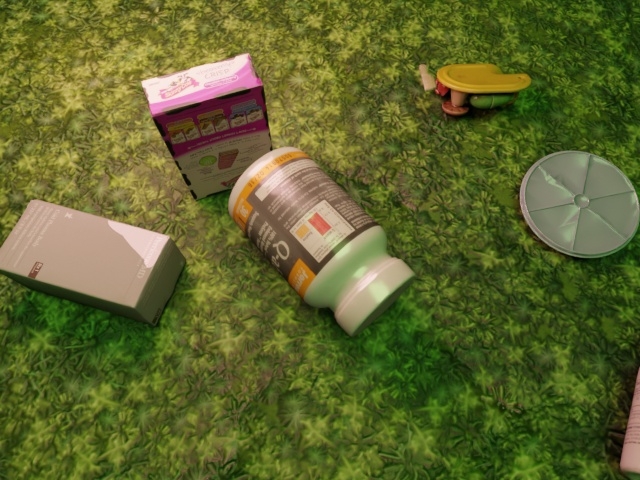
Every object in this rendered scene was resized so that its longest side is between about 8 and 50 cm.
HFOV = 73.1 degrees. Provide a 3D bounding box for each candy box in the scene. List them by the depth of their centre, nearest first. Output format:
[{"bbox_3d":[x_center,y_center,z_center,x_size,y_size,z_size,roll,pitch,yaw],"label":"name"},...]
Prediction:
[{"bbox_3d":[-0.164,-0.171,0.696,0.159,0.233,0.071,-19,68,-10],"label":"candy box"}]

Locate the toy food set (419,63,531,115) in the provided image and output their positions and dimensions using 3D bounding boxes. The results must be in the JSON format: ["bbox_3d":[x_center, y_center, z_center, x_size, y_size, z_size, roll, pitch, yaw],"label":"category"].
[{"bbox_3d":[0.294,-0.292,0.851,0.217,0.071,0.128,-2,43,-3],"label":"toy food set"}]

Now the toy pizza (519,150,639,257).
[{"bbox_3d":[0.451,-0.064,0.760,0.201,0.032,0.201,-1,72,3],"label":"toy pizza"}]

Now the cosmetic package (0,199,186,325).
[{"bbox_3d":[-0.352,0.036,0.677,0.237,0.107,0.127,12,64,8],"label":"cosmetic package"}]

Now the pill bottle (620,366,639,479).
[{"bbox_3d":[0.504,0.228,0.584,0.131,0.131,0.229,25,69,10],"label":"pill bottle"}]

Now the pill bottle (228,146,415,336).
[{"bbox_3d":[0.000,0.000,0.663,0.162,0.162,0.278,-38,72,-16],"label":"pill bottle"}]
